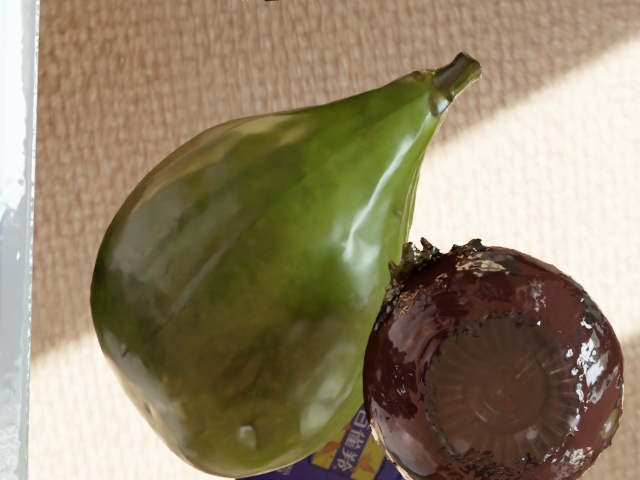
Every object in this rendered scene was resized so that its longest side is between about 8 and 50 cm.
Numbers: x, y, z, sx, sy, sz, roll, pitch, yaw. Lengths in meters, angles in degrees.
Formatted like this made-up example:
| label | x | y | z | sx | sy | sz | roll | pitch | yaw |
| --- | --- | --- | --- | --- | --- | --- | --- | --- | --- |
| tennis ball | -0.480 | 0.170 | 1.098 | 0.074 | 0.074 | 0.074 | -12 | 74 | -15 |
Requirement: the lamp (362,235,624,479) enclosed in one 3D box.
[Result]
| label | x | y | z | sx | sy | sz | roll | pitch | yaw |
| --- | --- | --- | --- | --- | --- | --- | --- | --- | --- |
| lamp | 0.103 | 0.080 | 0.940 | 0.156 | 0.135 | 0.157 | 14 | 95 | -1 |

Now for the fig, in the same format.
| label | x | y | z | sx | sy | sz | roll | pitch | yaw |
| --- | --- | --- | --- | --- | --- | --- | --- | --- | --- |
| fig | -0.009 | 0.015 | 1.105 | 0.314 | 0.233 | 0.233 | -33 | 109 | -7 |

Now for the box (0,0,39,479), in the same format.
| label | x | y | z | sx | sy | sz | roll | pitch | yaw |
| --- | --- | --- | --- | --- | --- | --- | --- | --- | --- |
| box | -0.179 | -0.023 | 0.591 | 0.135 | 0.079 | 0.270 | -2 | 95 | -44 |

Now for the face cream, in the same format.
| label | x | y | z | sx | sy | sz | roll | pitch | yaw |
| --- | --- | --- | --- | --- | --- | --- | --- | --- | --- |
| face cream | 0.022 | 0.197 | 1.519 | 0.206 | 0.206 | 0.111 | -32 | 146 | 8 |
